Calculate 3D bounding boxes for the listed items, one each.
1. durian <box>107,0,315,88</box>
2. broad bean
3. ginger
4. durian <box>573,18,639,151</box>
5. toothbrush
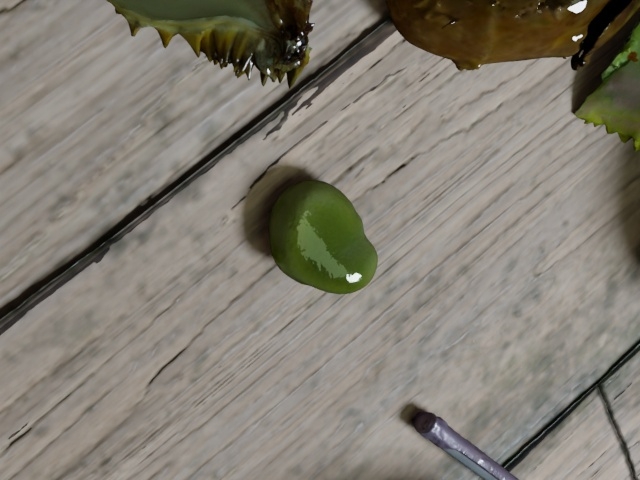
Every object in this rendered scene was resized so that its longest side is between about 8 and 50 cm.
[{"bbox_3d":[-0.068,-0.181,0.627,0.144,0.139,0.252,-22,123,-20],"label":"durian"},{"bbox_3d":[0.000,0.000,0.824,0.063,0.045,0.083,-48,122,-9],"label":"broad bean"},{"bbox_3d":[0.180,-0.211,0.815,0.309,0.107,0.133,-43,106,-10],"label":"ginger"},{"bbox_3d":[0.349,-0.192,0.912,0.169,0.157,0.355,32,91,-24],"label":"durian"},{"bbox_3d":[0.180,0.212,1.063,0.354,0.024,0.029,39,81,-41],"label":"toothbrush"}]
